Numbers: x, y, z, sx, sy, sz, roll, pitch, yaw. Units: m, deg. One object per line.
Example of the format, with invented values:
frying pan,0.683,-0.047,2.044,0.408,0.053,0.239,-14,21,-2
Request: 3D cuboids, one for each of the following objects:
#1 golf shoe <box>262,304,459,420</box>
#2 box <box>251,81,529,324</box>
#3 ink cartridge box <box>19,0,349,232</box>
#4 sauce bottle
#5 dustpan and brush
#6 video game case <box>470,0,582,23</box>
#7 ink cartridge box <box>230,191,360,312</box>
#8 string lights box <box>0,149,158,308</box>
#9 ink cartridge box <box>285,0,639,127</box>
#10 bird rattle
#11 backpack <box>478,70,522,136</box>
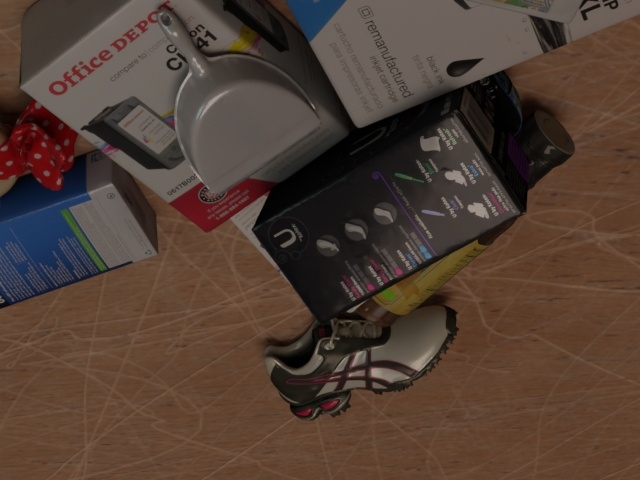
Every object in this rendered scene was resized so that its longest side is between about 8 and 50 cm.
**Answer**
golf shoe,0.054,0.149,2.089,0.273,0.105,0.120,-27,125,17
box,0.081,-0.052,1.724,0.270,0.165,0.143,-30,106,20
ink cartridge box,-0.148,-0.178,1.715,0.226,0.131,0.306,-34,131,23
sauce bottle,0.167,-0.030,1.926,0.111,0.111,0.344,28,123,-31
dustpan and brush,-0.108,-0.159,1.620,0.147,0.060,0.211,-34,137,4
video game case,0.178,-0.314,1.471,0.227,0.026,0.206,10,130,-17
ink cartridge box,0.000,0.000,1.894,0.115,0.067,0.198,-40,97,27
string lights box,-0.343,-0.007,1.889,0.260,0.076,0.133,-18,133,9
ink cartridge box,0.155,-0.327,1.589,0.395,0.166,0.285,-22,133,12
bird rattle,-0.410,-0.109,1.782,0.254,0.143,0.207,10,145,-35
backpack,0.178,-0.163,1.810,0.105,0.084,0.114,-28,125,22
